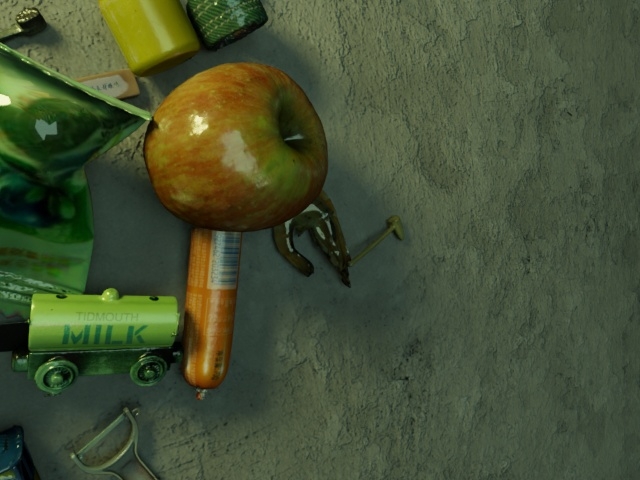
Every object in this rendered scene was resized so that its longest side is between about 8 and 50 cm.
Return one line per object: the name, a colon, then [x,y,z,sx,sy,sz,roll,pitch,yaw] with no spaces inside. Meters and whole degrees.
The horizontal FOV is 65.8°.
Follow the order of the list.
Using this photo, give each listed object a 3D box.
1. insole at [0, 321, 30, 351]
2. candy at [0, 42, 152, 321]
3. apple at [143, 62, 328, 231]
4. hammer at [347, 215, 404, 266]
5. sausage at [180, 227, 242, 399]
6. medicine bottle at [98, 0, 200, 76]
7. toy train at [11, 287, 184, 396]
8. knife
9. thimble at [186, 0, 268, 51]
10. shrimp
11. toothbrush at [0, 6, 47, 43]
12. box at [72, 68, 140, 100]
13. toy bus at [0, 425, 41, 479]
insole: [-0.506,0.157,0.759,0.153,0.002,0.053,-15,119,-26]
candy: [-0.431,-0.064,0.707,0.263,0.172,0.397,19,98,-23]
apple: [-0.142,-0.145,0.827,0.309,0.250,0.277,8,70,-56]
hammer: [0.121,0.015,1.080,0.195,0.028,0.060,-37,116,-36]
sausage: [-0.199,0.134,0.891,0.093,0.093,0.311,4,92,-30]
medicine bottle: [-0.291,-0.382,0.784,0.122,0.122,0.212,-32,108,-24]
toy train: [-0.341,0.150,0.787,0.254,0.105,0.157,5,107,-27]
knife: [-0.304,0.424,0.873,0.123,0.053,0.277,-39,112,-27]
thimble: [-0.161,-0.390,0.849,0.119,0.135,0.090,-32,108,-20]
shrimp: [-0.015,0.005,1.006,0.145,0.059,0.254,-24,105,-23]
toothbrush: [-0.537,-0.263,0.706,0.297,0.030,0.030,-37,86,-21]
box: [-0.359,-0.248,0.810,0.115,0.025,0.047,-22,103,-26]
toy bus: [-0.546,0.410,0.685,0.288,0.138,0.174,-21,105,-27]
